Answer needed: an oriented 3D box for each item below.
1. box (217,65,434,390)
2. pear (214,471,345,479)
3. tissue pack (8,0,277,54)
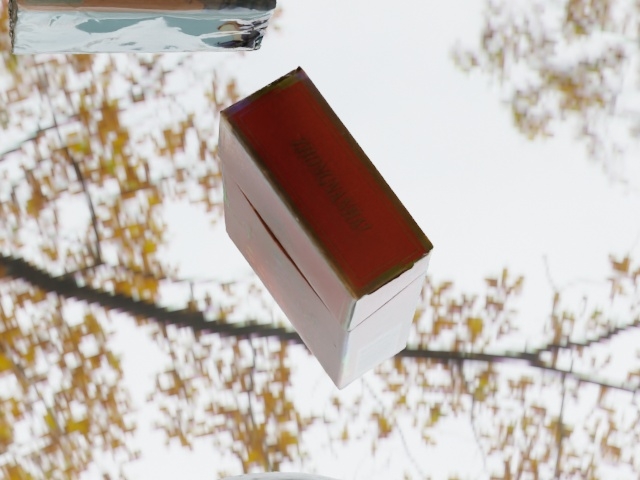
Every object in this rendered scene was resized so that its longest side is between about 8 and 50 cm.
[{"bbox_3d":[-0.001,0.001,0.912,0.048,0.175,0.112,-33,-105,-11],"label":"box"},{"bbox_3d":[-0.017,0.215,0.955,0.200,0.200,0.200,-1,-121,2],"label":"pear"},{"bbox_3d":[-0.067,-0.106,0.667,0.094,0.059,0.074,-3,-101,-12],"label":"tissue pack"}]
